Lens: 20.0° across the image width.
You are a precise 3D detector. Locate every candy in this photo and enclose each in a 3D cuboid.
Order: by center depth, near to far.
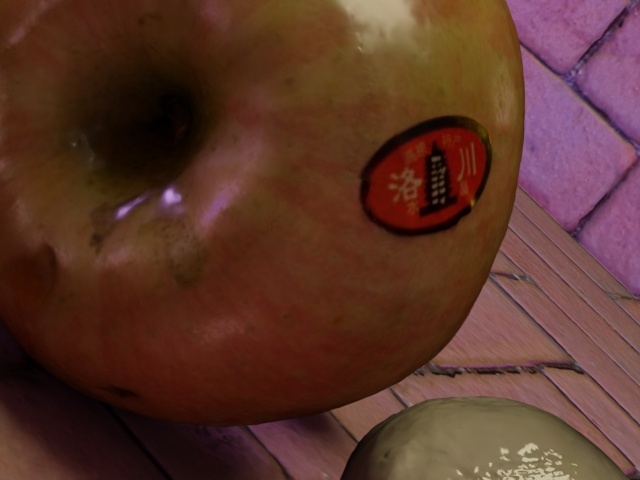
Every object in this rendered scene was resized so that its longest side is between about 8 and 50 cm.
[{"bbox_3d":[0.140,0.217,1.230,0.295,0.185,0.295,35,10,-7],"label":"candy"}]

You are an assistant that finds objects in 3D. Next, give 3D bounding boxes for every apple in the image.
[{"bbox_3d":[-0.046,-0.076,1.198,0.391,0.391,0.346,45,16,17],"label":"apple"}]

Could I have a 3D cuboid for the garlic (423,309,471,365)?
[{"bbox_3d":[-0.016,0.005,1.483,0.338,0.196,0.151,36,-15,45],"label":"garlic"}]
